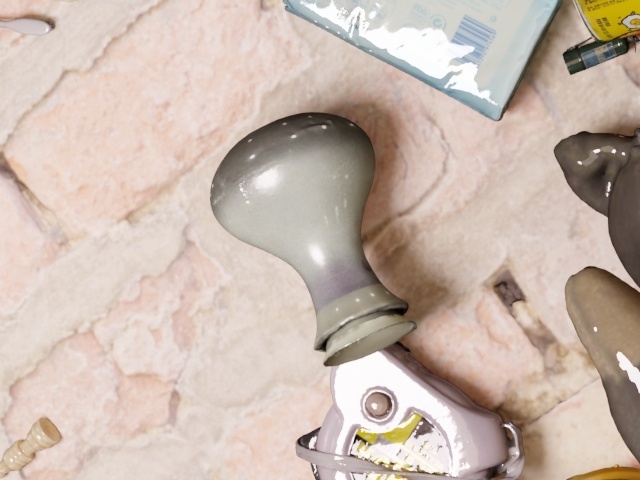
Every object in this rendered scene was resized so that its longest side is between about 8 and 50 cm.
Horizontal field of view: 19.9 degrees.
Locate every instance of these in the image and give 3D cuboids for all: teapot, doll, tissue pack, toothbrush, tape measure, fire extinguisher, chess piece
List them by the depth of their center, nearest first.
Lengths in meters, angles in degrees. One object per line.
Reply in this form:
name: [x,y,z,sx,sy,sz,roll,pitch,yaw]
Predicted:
doll: [0.380,0.022,1.764,0.252,0.378,0.382,-42,84,31]
teapot: [0.000,0.000,1.908,0.183,0.183,0.251,-28,76,14]
tissue pack: [0.114,-0.262,1.916,0.263,0.089,0.177,29,101,9]
fire extinguisher: [0.296,-0.202,1.916,0.083,0.025,0.038,-20,70,14]
tape measure: [0.089,0.227,1.970,0.236,0.120,0.197,35,97,11]
toothbrush: [-0.436,-0.254,2.070,0.286,0.025,0.020,7,101,13]
chess piece: [-0.345,0.245,2.113,0.092,0.035,0.035,-39,88,18]

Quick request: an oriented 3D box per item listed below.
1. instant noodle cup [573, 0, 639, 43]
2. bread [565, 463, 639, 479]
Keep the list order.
instant noodle cup: [0.327,-0.285,1.829,0.144,0.182,0.182,-16,94,24]
bread: [0.332,0.398,1.877,0.211,0.270,0.316,3,91,-2]
